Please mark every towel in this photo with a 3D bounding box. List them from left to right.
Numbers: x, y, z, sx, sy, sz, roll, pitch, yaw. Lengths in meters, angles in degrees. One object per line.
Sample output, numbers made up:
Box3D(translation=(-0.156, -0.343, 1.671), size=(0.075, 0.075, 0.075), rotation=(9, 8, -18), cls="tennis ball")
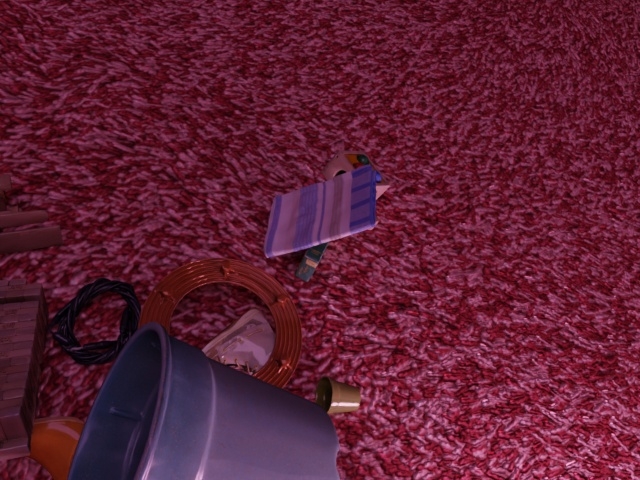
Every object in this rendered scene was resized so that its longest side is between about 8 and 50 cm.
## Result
Box3D(translation=(-0.003, -0.071, 1.190), size=(0.285, 0.034, 0.209), rotation=(-16, 43, 22), cls="towel")

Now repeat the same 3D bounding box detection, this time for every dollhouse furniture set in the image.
Box3D(translation=(-0.640, -0.082, 1.080), size=(0.123, 0.144, 0.151), rotation=(-10, 50, -27), cls="dollhouse furniture set")

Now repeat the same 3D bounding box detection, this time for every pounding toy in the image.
Box3D(translation=(0.102, -0.134, 1.299), size=(0.181, 0.094, 0.206), rotation=(-11, 61, -52), cls="pounding toy")

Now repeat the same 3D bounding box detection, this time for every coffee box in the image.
Box3D(translation=(0.000, 0.000, 1.224), size=(0.040, 0.113, 0.184), rotation=(27, 59, -1), cls="coffee box")

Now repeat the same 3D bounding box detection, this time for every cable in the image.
Box3D(translation=(-0.446, 0.161, 1.033), size=(0.150, 0.047, 0.184), rotation=(39, 54, 1), cls="cable")

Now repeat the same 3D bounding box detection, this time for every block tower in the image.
Box3D(translation=(-0.547, 0.209, 0.881), size=(0.091, 0.097, 0.335), rotation=(-5, 41, -19), cls="block tower")

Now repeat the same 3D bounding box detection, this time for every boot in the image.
Box3D(translation=(-0.424, 0.418, 0.866), size=(0.295, 0.104, 0.211), rotation=(2, 60, -20), cls="boot")
Box3D(translation=(-0.161, 0.262, 1.051), size=(0.165, 0.077, 0.213), rotation=(45, 59, 8), cls="boot")

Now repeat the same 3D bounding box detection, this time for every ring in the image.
Box3D(translation=(-0.194, 0.178, 1.023), size=(0.336, 0.032, 0.336), rotation=(11, 57, -17), cls="ring")

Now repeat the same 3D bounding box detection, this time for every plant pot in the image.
Box3D(translation=(-0.171, 0.344, 0.790), size=(0.334, 0.341, 0.341), rotation=(27, 54, -28), cls="plant pot")
Box3D(translation=(0.041, 0.335, 1.072), size=(0.079, 0.083, 0.083), rotation=(14, 57, -24), cls="plant pot")
